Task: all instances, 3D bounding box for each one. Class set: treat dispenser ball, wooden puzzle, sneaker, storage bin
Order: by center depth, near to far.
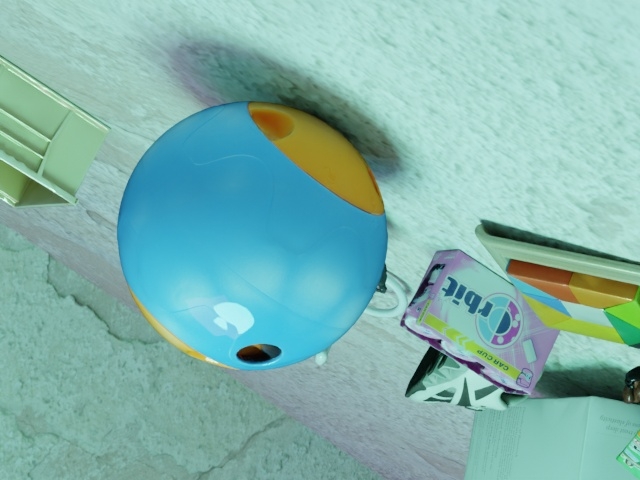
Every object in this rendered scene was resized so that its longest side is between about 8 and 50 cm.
[{"bbox_3d":[-0.072,-0.005,1.539,0.288,0.288,0.288,25,166,7],"label":"treat dispenser ball"},{"bbox_3d":[0.302,0.070,1.620,0.239,0.044,0.221,18,163,34],"label":"wooden puzzle"},{"bbox_3d":[-0.468,-0.164,2.039,0.260,0.123,0.262,33,165,-25],"label":"storage bin"},{"bbox_3d":[0.220,0.196,2.058,0.146,0.122,0.330,30,166,-3],"label":"sneaker"}]

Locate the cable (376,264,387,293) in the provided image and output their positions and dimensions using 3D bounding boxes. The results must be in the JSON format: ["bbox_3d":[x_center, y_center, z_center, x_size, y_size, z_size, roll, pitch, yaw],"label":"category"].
[{"bbox_3d":[0.000,0.000,1.767,0.151,0.047,0.184,-4,123,28],"label":"cable"}]

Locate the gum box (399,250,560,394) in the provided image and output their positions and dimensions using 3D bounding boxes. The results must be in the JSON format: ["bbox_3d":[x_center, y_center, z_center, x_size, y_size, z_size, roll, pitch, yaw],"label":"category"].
[{"bbox_3d":[0.197,0.099,1.787,0.188,0.107,0.062,33,165,-20],"label":"gum box"}]

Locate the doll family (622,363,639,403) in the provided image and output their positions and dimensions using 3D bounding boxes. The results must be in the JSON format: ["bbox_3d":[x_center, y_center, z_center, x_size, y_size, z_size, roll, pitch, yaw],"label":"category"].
[{"bbox_3d":[0.392,0.169,1.615,0.111,0.076,0.193,-5,150,14],"label":"doll family"}]

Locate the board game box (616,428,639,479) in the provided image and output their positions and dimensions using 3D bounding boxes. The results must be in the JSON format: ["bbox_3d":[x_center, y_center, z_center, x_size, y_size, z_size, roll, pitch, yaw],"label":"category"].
[{"bbox_3d":[0.464,0.289,1.497,0.317,0.046,0.213,42,159,16],"label":"board game box"}]

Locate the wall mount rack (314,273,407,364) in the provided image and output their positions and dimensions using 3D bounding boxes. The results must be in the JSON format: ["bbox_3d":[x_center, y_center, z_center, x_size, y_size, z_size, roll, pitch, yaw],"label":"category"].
[{"bbox_3d":[-0.046,0.034,1.969,0.350,0.130,0.304,25,148,3],"label":"wall mount rack"}]

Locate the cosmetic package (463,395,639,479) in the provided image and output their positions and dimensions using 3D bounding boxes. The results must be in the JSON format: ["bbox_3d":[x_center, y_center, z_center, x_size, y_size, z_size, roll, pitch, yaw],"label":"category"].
[{"bbox_3d":[0.375,0.313,2.039,0.217,0.156,0.385,14,168,-17],"label":"cosmetic package"}]
